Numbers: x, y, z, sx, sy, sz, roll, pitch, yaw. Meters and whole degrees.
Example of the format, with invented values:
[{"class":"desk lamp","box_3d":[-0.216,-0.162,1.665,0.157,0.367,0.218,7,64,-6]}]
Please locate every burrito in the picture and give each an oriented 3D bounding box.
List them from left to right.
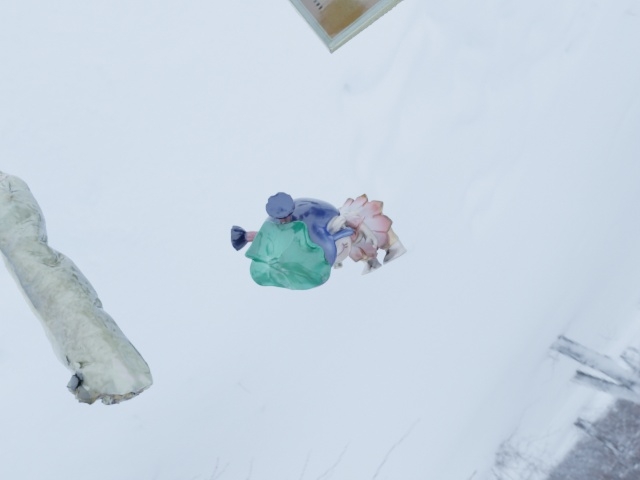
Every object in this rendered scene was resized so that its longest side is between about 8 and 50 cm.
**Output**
[{"class":"burrito","box_3d":[-0.165,0.022,0.327,0.041,0.185,0.045,-36,167,-9]}]

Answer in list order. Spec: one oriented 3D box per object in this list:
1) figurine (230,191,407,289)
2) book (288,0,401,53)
[{"class":"figurine","box_3d":[0.000,0.000,0.592,0.111,0.102,0.195,-35,165,38]},{"class":"book","box_3d":[0.067,-0.376,0.708,0.241,0.170,0.018,-36,158,6]}]
